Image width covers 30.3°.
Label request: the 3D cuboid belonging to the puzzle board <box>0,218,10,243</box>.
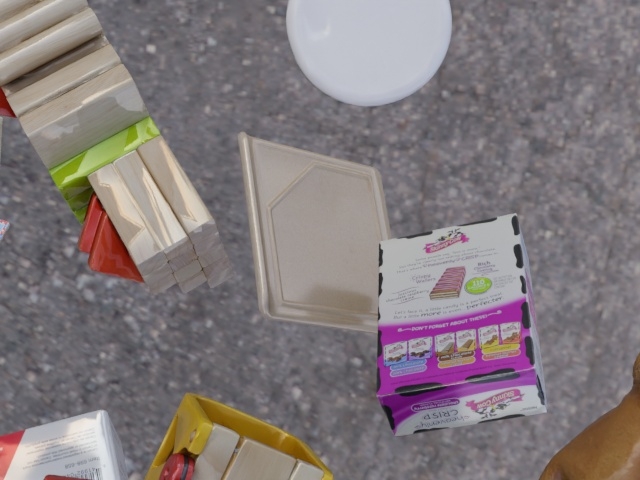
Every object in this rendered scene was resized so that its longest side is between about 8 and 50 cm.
[{"bbox_3d":[-0.366,0.008,1.116,0.096,0.128,0.011,-66,158,-17],"label":"puzzle board"}]

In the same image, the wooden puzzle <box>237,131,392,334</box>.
[{"bbox_3d":[0.000,0.000,1.356,0.238,0.044,0.221,14,58,-42],"label":"wooden puzzle"}]

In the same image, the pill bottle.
[{"bbox_3d":[0.032,-0.163,0.911,0.117,0.208,0.118,0,98,-1],"label":"pill bottle"}]

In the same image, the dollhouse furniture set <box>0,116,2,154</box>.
[{"bbox_3d":[-0.412,-0.167,1.185,0.161,0.101,0.182,6,86,-47],"label":"dollhouse furniture set"}]

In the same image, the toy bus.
[{"bbox_3d":[-0.078,0.195,0.718,0.202,0.104,0.191,-19,102,-12],"label":"toy bus"}]

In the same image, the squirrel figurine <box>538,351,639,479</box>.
[{"bbox_3d":[0.496,0.315,1.392,0.281,0.370,0.397,13,106,-36],"label":"squirrel figurine"}]

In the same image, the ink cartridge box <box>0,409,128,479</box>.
[{"bbox_3d":[-0.304,0.356,1.337,0.197,0.273,0.114,-14,150,-6],"label":"ink cartridge box"}]

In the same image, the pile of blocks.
[{"bbox_3d":[-0.199,-0.105,0.871,0.112,0.149,0.362,-29,90,-9],"label":"pile of blocks"}]

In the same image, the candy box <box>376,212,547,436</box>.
[{"bbox_3d":[0.143,0.084,1.232,0.233,0.159,0.071,-85,159,-48],"label":"candy box"}]
